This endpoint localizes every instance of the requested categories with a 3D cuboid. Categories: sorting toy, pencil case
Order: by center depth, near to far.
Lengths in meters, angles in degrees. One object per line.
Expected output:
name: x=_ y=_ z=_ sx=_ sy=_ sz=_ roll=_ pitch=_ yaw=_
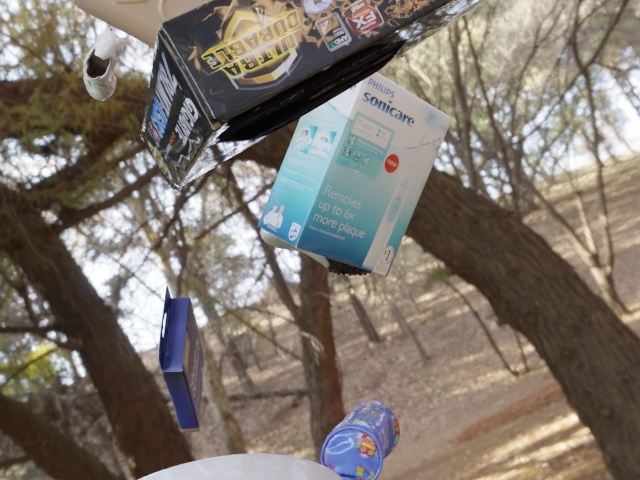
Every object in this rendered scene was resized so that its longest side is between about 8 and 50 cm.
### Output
sorting toy: x=-0.204 y=-0.368 z=0.886 sx=0.208 sy=0.193 sz=0.038 roll=-62 pitch=13 yaw=9
pencil case: x=0.088 y=0.416 z=1.346 sx=0.119 sy=0.133 sz=0.306 roll=6 pitch=-4 yaw=14

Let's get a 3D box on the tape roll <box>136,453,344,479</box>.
tape roll: x=-0.129 y=0.395 z=0.747 sx=0.391 sy=0.072 sz=0.392 roll=-11 pitch=-51 yaw=-14

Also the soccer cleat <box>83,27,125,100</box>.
soccer cleat: x=-0.415 y=-0.316 z=1.221 sx=0.196 sy=0.068 sz=0.076 roll=-40 pitch=22 yaw=55

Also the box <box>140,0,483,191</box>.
box: x=0.002 y=-0.154 z=0.527 sx=0.295 sy=0.073 sz=0.293 roll=-32 pitch=6 yaw=-17

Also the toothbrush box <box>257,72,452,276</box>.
toothbrush box: x=0.059 y=-0.115 z=1.090 sx=0.216 sy=0.126 sz=0.296 roll=20 pitch=-86 yaw=-40

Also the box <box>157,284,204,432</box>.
box: x=-0.216 y=0.189 z=1.036 sx=0.036 sy=0.136 sz=0.225 roll=-3 pitch=-43 yaw=-1

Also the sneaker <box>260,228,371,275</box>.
sneaker: x=0.000 y=0.000 z=1.274 sx=0.237 sy=0.086 sz=0.085 roll=24 pitch=-31 yaw=-9
